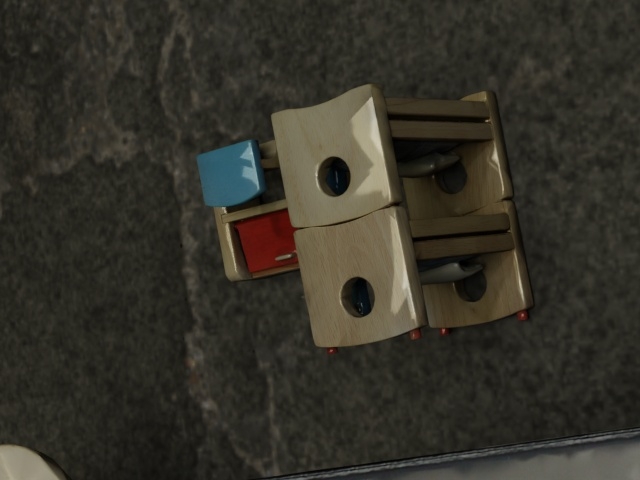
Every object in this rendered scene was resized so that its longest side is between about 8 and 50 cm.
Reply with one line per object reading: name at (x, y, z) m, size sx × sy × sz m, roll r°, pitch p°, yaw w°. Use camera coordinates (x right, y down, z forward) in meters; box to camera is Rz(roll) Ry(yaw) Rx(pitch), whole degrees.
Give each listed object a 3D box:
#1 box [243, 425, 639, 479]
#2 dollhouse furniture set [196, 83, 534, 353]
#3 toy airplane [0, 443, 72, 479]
box at (0.132, 0.231, 0.655) m, size 0.343 × 0.179 × 0.313 m, roll -11°, pitch 81°, yaw 25°
dollhouse furniture set at (0.000, 0.000, 0.915) m, size 0.183 × 0.129 × 0.129 m, roll -14°, pitch 84°, yaw 35°
toy airplane at (-0.072, 0.323, 0.897) m, size 0.386 × 0.272 × 0.384 m, roll 5°, pitch 95°, yaw 36°
